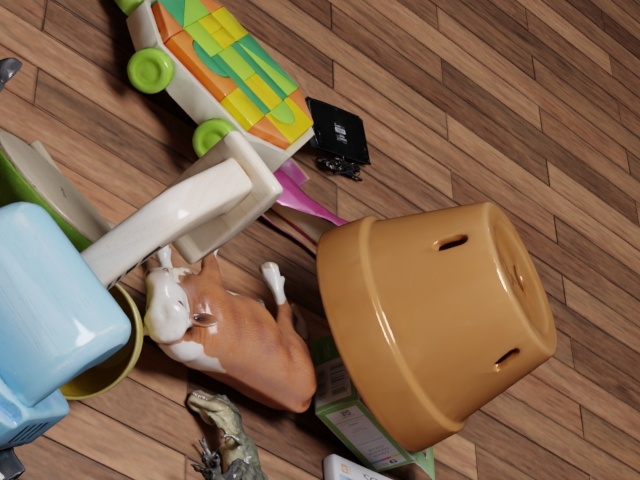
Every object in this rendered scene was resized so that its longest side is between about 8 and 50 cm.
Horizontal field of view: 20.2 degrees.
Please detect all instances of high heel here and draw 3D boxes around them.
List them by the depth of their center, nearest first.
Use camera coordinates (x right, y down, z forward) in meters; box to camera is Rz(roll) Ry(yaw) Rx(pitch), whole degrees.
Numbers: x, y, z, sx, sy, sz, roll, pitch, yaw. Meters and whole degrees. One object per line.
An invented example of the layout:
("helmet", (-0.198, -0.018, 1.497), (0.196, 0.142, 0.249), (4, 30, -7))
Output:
("high heel", (0.000, 0.000, 2.288), (0.244, 0.082, 0.117), (52, 34, -6))

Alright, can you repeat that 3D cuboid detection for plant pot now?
("plant pot", (-0.239, 0.098, 1.865), (0.134, 0.134, 0.095), (62, 8, 10))
("plant pot", (0.152, 0.084, 2.146), (0.291, 0.203, 0.291), (56, 20, -32))

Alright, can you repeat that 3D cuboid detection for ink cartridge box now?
("ink cartridge box", (0.065, 0.209, 2.183), (0.209, 0.062, 0.109), (48, 28, -43))

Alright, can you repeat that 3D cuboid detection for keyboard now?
("keyboard", (0.014, -0.134, 2.458), (0.192, 0.038, 0.100), (13, 65, -64))

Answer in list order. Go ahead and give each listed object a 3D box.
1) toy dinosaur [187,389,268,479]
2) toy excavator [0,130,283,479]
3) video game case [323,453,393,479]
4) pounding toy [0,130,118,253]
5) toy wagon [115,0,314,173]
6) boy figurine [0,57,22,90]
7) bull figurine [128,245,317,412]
("toy dinosaur", (-0.089, 0.279, 1.946), (0.118, 0.064, 0.268), (0, 65, -60))
("toy excavator", (-0.238, 0.052, 1.637), (0.222, 0.445, 0.433), (54, 0, 5))
("video game case", (0.081, 0.368, 2.119), (0.183, 0.023, 0.201), (28, 42, -36))
("pounding toy", (-0.308, -0.015, 1.909), (0.183, 0.110, 0.237), (46, 4, 2))
("toy wagon", (-0.154, -0.232, 2.272), (0.344, 0.068, 0.267), (47, 24, -2))
("boy figurine", (-0.451, -0.260, 1.929), (0.285, 0.092, 0.177), (50, 35, -14))
("bull figurine", (-0.115, 0.087, 2.031), (0.310, 0.101, 0.188), (40, 32, -43))
